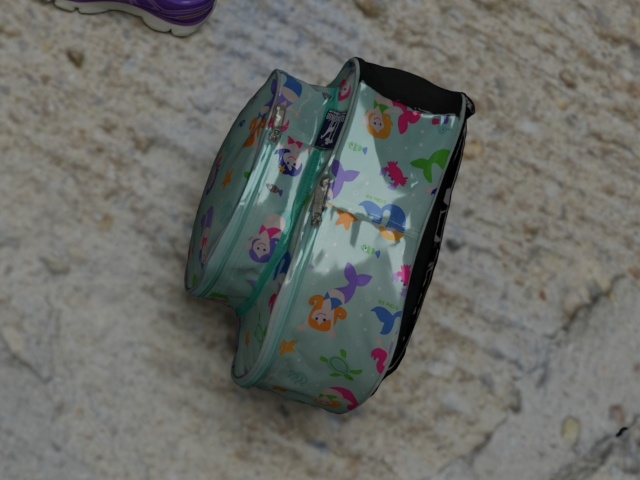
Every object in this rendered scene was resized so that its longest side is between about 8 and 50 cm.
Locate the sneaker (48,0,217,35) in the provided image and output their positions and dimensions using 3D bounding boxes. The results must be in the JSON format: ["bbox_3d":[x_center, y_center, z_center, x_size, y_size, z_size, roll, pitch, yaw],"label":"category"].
[{"bbox_3d":[-0.165,-0.226,1.575,0.170,0.071,0.068,12,67,-15],"label":"sneaker"}]

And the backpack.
[{"bbox_3d":[0.000,0.000,1.466,0.191,0.225,0.253,13,77,-12],"label":"backpack"}]
